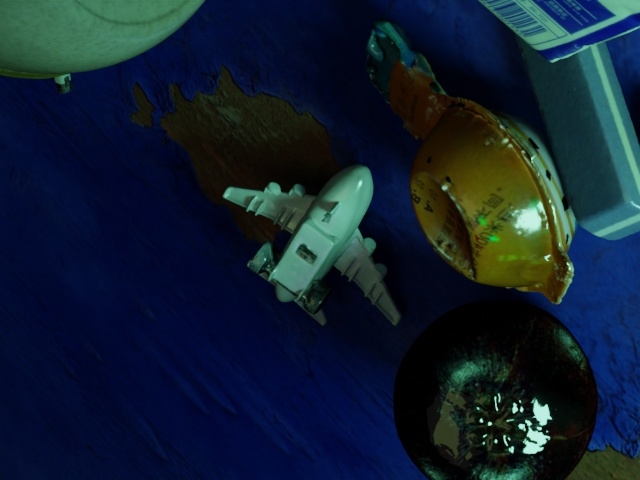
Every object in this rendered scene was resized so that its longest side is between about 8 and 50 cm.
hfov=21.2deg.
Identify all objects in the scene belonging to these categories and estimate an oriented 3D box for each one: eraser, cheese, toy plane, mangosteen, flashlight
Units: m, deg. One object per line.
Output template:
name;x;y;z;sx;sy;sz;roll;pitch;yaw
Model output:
eraser;0.240;-0.111;1.549;0.082;0.036;0.225;-30;76;59
cheese;0.141;-0.077;1.658;0.329;0.129;0.217;54;158;24
toy plane;-0.003;0.003;1.911;0.251;0.101;0.255;37;142;4
mangosteen;0.180;0.168;1.767;0.216;0.216;0.216;29;137;31
flashlight;-0.332;-0.227;2.168;0.018;0.018;0.083;21;132;37

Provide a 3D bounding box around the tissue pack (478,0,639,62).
tissue pack;0.175;-0.290;1.392;0.269;0.137;0.209;37;152;-19

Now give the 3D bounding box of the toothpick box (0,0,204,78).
toothpick box;-0.317;-0.376;1.723;0.425;0.409;0.409;18;130;38
